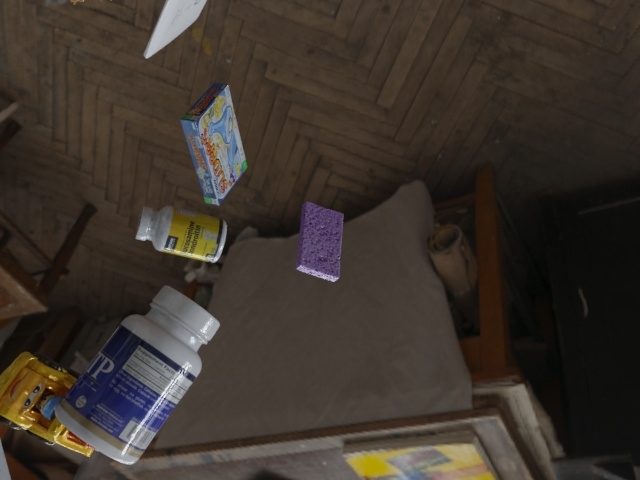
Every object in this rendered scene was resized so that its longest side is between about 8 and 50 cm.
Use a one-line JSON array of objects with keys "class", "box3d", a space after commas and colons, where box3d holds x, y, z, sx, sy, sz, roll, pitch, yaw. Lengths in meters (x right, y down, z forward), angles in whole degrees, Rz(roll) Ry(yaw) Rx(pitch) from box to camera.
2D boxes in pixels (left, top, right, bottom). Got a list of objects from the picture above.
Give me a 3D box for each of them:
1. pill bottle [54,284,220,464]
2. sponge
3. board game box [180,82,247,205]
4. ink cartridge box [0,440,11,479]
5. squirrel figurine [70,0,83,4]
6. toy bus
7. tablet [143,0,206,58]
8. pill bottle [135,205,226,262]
[{"class": "pill bottle", "box3d": [-0.205, 0.151, 0.749, 0.112, 0.186, 0.112, 31, 163, 11]}, {"class": "sponge", "box3d": [0.000, 0.000, 1.707, 0.117, 0.210, 0.031, 20, 144, -21]}, {"class": "board game box", "box3d": [-0.207, -0.189, 1.276, 0.035, 0.136, 0.201, 10, 136, 20]}, {"class": "ink cartridge box", "box3d": [-0.321, 0.146, 0.445, 0.045, 0.223, 0.223, -27, 162, 11]}, {"class": "squirrel figurine", "box3d": [-0.271, -0.522, 1.057, 0.370, 0.397, 0.281, 32, 158, 40]}, {"class": "toy bus", "box3d": [-0.506, 0.341, 1.265, 0.212, 0.149, 0.220, 20, 158, 32]}, {"class": "tablet", "box3d": [-0.080, -0.145, 0.390, 0.006, 0.054, 0.083, 45, 151, -10]}, {"class": "pill bottle", "box3d": [-0.307, -0.018, 1.413, 0.184, 0.103, 0.103, 14, 135, -19]}]
